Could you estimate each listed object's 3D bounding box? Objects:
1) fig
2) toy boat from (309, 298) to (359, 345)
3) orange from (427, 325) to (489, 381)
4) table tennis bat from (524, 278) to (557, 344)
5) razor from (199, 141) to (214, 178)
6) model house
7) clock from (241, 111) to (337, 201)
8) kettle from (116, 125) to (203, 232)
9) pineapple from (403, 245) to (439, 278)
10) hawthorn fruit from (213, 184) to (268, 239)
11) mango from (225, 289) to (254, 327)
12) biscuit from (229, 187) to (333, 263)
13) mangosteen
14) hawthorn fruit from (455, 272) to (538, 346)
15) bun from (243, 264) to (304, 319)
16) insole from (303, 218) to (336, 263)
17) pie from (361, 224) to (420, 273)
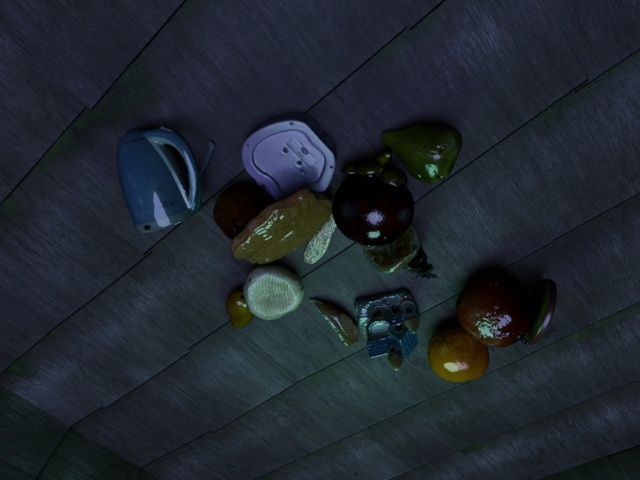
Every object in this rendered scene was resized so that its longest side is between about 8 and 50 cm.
[{"bbox_3d":[0.330,-0.320,1.420,0.275,0.206,0.205,25,121,15],"label":"fig"},{"bbox_3d":[0.075,0.357,1.865,0.293,0.108,0.099,47,144,-16],"label":"toy boat"},{"bbox_3d":[0.602,0.500,1.828,0.262,0.261,0.260,1,121,2],"label":"orange"},{"bbox_3d":[0.879,0.318,1.725,0.051,0.268,0.414,17,148,13],"label":"table tennis bat"},{"bbox_3d":[-0.434,-0.281,1.545,0.068,0.037,0.191,45,117,18],"label":"razor"},{"bbox_3d":[0.292,0.388,1.738,0.268,0.324,0.193,-15,121,11],"label":"model house"},{"bbox_3d":[-0.112,-0.283,1.490,0.339,0.102,0.338,2,121,3],"label":"clock"},{"bbox_3d":[-0.556,-0.233,1.462,0.320,0.247,0.341,-8,109,22],"label":"kettle"},{"bbox_3d":[0.362,0.079,1.593,0.125,0.251,0.125,-3,112,-7],"label":"pineapple"},{"bbox_3d":[-0.291,-0.089,1.529,0.208,0.248,0.207,0,118,0],"label":"hawthorn fruit"},{"bbox_3d":[-0.354,0.308,1.857,0.137,0.099,0.227,7,129,-6],"label":"mango"},{"bbox_3d":[-0.119,-0.038,1.521,0.385,0.365,0.062,-38,68,12],"label":"biscuit"},{"bbox_3d":[0.187,-0.129,1.465,0.312,0.311,0.310,1,121,2],"label":"mangosteen"},{"bbox_3d":[0.707,0.274,1.681,0.317,0.315,0.315,1,121,2],"label":"hawthorn fruit"},{"bbox_3d":[-0.201,0.213,1.759,0.260,0.160,0.258,-3,109,-9],"label":"bun"},{"bbox_3d":[0.000,0.000,1.703,0.081,0.011,0.247,22,119,-9],"label":"insole"},{"bbox_3d":[0.264,0.018,1.586,0.241,0.240,0.054,-31,141,19],"label":"pie"}]
